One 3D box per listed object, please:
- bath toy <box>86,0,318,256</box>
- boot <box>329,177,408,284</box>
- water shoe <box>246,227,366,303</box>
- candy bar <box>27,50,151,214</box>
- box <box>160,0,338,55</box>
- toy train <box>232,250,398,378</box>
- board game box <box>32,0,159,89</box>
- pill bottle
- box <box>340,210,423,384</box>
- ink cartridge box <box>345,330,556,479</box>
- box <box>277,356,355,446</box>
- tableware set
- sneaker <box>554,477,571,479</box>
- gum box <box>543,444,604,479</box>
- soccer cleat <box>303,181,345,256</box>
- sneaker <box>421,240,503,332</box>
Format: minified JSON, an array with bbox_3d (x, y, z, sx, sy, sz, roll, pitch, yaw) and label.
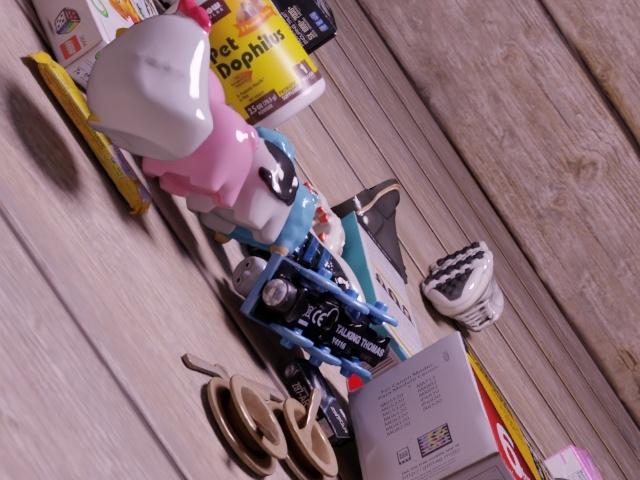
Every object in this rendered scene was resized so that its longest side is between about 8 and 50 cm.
[{"bbox_3d":[-0.101,-0.097,1.433,0.151,0.129,0.348,17,-11,18],"label":"bath toy"},{"bbox_3d":[0.078,0.002,2.148,0.137,0.077,0.198,62,25,0],"label":"boot"},{"bbox_3d":[-0.033,0.020,1.659,0.080,0.073,0.203,-2,52,-53],"label":"water shoe"},{"bbox_3d":[-0.188,-0.089,1.389,0.161,0.018,0.040,57,10,-2],"label":"candy bar"},{"bbox_3d":[-0.090,-0.283,1.999,0.180,0.147,0.077,52,13,-28],"label":"box"},{"bbox_3d":[-0.009,0.065,1.532,0.105,0.080,0.184,27,-2,40],"label":"toy train"},{"bbox_3d":[-0.218,-0.241,1.585,0.193,0.053,0.305,38,22,-58],"label":"board game box"},{"bbox_3d":[-0.097,-0.225,1.886,0.215,0.117,0.117,55,12,-7],"label":"pill bottle"},{"bbox_3d":[0.054,0.073,1.851,0.100,0.060,0.244,51,13,-27],"label":"box"},{"bbox_3d":[0.158,0.254,1.575,0.309,0.130,0.272,56,10,-26],"label":"ink cartridge box"},{"bbox_3d":[-0.002,0.146,1.522,0.083,0.018,0.067,60,11,15],"label":"box"},{"bbox_3d":[-0.030,0.149,1.349,0.128,0.039,0.194,62,13,23],"label":"tableware set"},{"bbox_3d":[0.257,0.392,1.772,0.140,0.125,0.341,18,33,-39],"label":"sneaker"},{"bbox_3d":[0.378,0.376,2.371,0.188,0.062,0.107,61,12,20],"label":"gum box"},{"bbox_3d":[0.000,0.000,1.819,0.076,0.068,0.196,56,8,-20],"label":"soccer cleat"},{"bbox_3d":[0.218,0.077,2.440,0.118,0.110,0.292,66,12,-2],"label":"sneaker"}]
